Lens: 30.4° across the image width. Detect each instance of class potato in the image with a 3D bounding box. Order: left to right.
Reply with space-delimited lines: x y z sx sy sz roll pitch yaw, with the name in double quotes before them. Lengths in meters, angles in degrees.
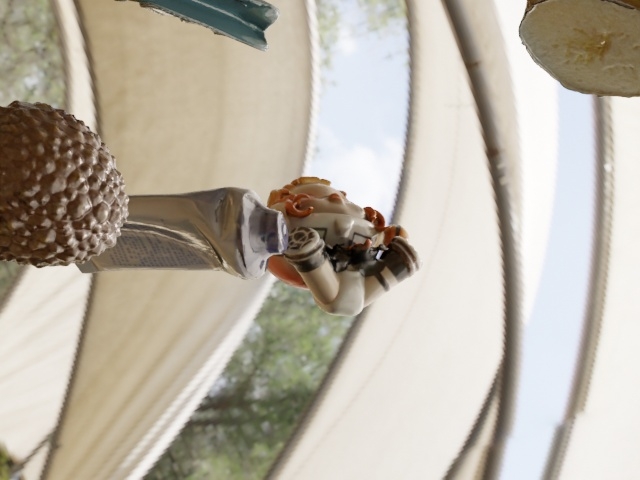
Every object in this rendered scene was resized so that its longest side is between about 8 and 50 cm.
"potato" 0.479 -0.374 1.908 0.246 0.299 0.196 103 2 -59

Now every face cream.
"face cream" -0.254 -0.004 1.913 0.235 0.420 0.137 60 33 -55

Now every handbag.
"handbag" -0.180 -0.314 1.527 0.179 0.229 0.062 25 -82 50

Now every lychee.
"lychee" -0.327 -0.067 1.311 0.238 0.200 0.200 29 -19 -6

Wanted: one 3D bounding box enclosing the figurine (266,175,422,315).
"figurine" -0.001 0.005 2.090 0.323 0.320 0.196 45 -58 59
